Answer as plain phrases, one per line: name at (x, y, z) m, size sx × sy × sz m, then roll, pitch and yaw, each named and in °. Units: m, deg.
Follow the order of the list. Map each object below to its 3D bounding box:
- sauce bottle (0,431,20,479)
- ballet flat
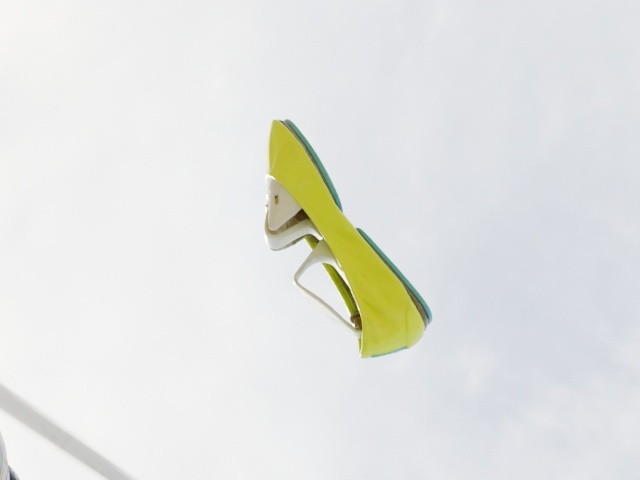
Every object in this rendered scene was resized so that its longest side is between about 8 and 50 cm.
sauce bottle at (-0.229, 0.117, 0.722) m, size 0.111 × 0.344 × 0.111 m, roll 0°, pitch -107°, yaw 0°
ballet flat at (0.000, 0.000, 1.117) m, size 0.077 × 0.077 × 0.231 m, roll -31°, pitch -110°, yaw -12°
